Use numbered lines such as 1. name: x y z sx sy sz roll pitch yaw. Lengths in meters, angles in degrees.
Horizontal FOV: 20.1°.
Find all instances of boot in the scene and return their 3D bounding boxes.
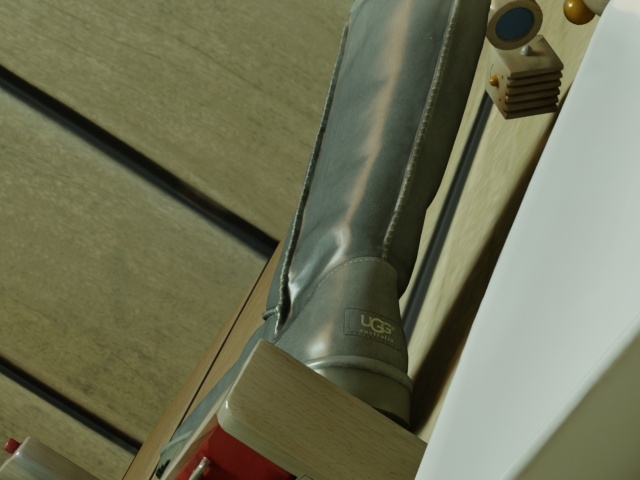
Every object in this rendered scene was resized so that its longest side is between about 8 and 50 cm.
1. boot: 0.001 0.001 0.788 0.190 0.076 0.208 -32 45 51

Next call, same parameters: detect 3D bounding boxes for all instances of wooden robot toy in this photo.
1. wooden robot toy: 0.110 -0.116 0.780 0.079 0.076 0.173 -114 36 -45

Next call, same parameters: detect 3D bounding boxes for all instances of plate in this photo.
1. plate: 0.124 -0.070 0.386 0.278 0.045 0.277 -54 5 40

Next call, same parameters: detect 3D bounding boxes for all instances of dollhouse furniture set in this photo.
1. dollhouse furniture set: -0.073 0.129 0.635 0.183 0.129 0.129 -54 5 45
